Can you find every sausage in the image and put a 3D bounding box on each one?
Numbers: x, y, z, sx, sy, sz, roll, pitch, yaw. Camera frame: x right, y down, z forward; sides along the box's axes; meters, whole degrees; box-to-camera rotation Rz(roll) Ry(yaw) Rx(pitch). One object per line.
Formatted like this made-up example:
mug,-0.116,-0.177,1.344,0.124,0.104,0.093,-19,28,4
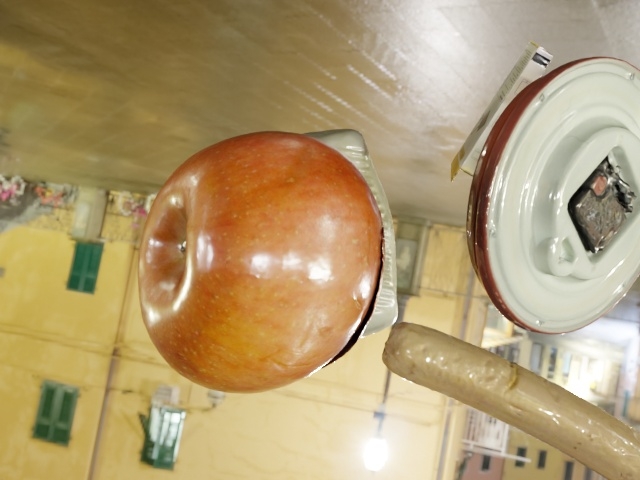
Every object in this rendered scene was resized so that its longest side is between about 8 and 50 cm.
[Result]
sausage,0.200,0.161,0.723,0.301,0.065,0.066,27,174,-7

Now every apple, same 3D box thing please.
apple,-0.069,0.019,0.741,0.206,0.251,0.272,-2,150,-43

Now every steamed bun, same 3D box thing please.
steamed bun,-0.001,-0.004,1.361,0.247,0.383,0.236,-13,-176,-10

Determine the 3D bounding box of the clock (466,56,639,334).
clock,0.296,-0.044,0.823,0.318,0.318,0.080,13,-174,-37

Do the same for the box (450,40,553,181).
box,0.291,-0.206,1.196,0.033,0.247,0.129,30,-157,-2
